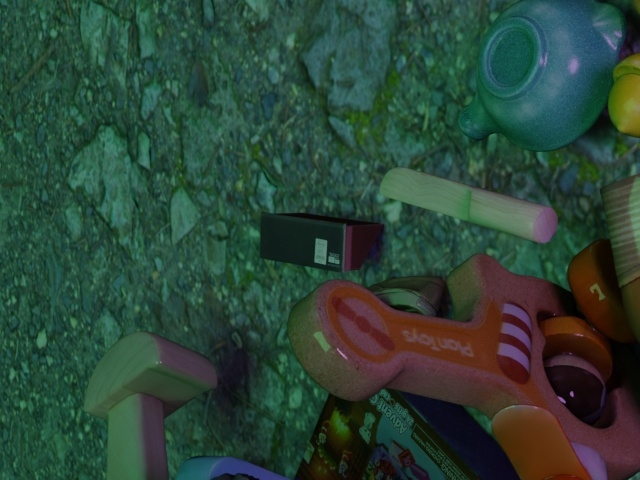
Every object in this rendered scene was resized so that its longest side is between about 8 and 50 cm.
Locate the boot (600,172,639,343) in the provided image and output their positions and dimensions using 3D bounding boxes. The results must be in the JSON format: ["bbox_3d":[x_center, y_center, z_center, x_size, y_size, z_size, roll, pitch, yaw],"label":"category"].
[{"bbox_3d":[0.336,0.030,1.104,0.283,0.109,0.220,-21,85,35],"label":"boot"}]

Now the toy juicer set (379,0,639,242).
[{"bbox_3d":[0.198,-0.118,1.267,0.209,0.089,0.329,47,116,41],"label":"toy juicer set"}]

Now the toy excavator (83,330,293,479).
[{"bbox_3d":[-0.114,0.284,1.457,0.445,0.222,0.433,-8,62,48],"label":"toy excavator"}]

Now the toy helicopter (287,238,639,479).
[{"bbox_3d":[0.124,0.108,1.163,0.140,0.355,0.235,-40,51,36],"label":"toy helicopter"}]

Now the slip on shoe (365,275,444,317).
[{"bbox_3d":[0.064,0.055,1.486,0.135,0.051,0.041,-12,43,58],"label":"slip on shoe"}]

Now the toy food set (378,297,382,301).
[{"bbox_3d":[0.034,0.088,1.452,0.082,0.020,0.083,34,110,43],"label":"toy food set"}]

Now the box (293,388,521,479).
[{"bbox_3d":[0.093,0.253,1.444,0.293,0.057,0.201,45,125,40],"label":"box"}]

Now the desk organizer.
[{"bbox_3d":[0.000,0.000,1.550,0.130,0.050,0.047,9,99,50],"label":"desk organizer"}]
